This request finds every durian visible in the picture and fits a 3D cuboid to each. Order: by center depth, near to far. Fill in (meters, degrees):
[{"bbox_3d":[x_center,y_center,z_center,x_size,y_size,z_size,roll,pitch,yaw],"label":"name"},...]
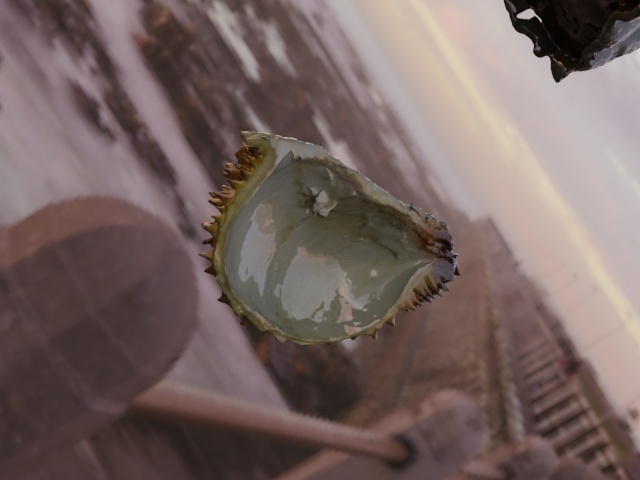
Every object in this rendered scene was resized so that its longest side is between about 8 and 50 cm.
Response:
[{"bbox_3d":[0.000,0.000,1.131,0.252,0.139,0.144,34,51,-32],"label":"durian"}]

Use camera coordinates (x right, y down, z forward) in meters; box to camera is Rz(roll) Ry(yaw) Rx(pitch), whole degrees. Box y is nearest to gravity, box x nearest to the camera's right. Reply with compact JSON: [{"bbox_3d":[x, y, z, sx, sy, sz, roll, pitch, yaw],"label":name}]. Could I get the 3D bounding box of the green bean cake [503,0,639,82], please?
[{"bbox_3d":[0.122,-0.176,0.639,0.173,0.094,0.181,60,-20,8],"label":"green bean cake"}]
